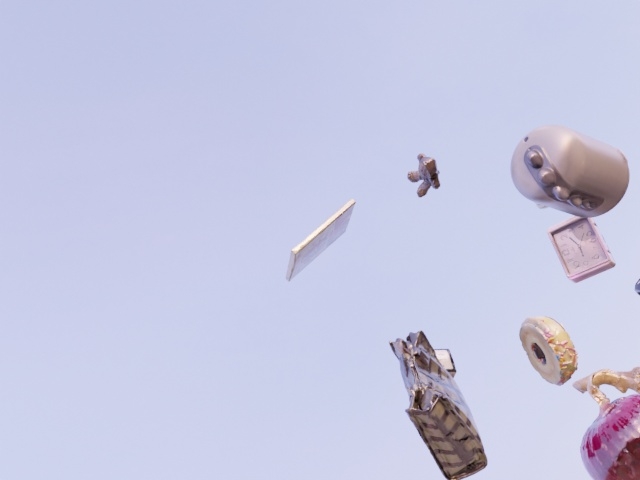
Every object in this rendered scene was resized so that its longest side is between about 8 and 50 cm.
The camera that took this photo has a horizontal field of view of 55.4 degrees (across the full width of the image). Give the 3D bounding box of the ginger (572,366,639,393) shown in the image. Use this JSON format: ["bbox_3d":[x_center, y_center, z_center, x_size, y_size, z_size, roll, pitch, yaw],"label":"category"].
[{"bbox_3d":[0.883,0.411,1.776,0.288,0.089,0.075,-16,-27,25],"label":"ginger"}]

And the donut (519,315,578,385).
[{"bbox_3d":[0.535,0.252,1.426,0.068,0.175,0.175,-23,-49,-10],"label":"donut"}]

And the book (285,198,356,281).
[{"bbox_3d":[0.000,0.000,1.601,0.232,0.022,0.162,-42,-16,-27],"label":"book"}]

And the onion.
[{"bbox_3d":[0.744,0.491,1.453,0.230,0.272,0.256,15,-88,-62],"label":"onion"}]

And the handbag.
[{"bbox_3d":[0.330,0.468,1.770,0.162,0.325,0.327,-28,-60,9],"label":"handbag"}]

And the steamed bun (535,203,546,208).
[{"bbox_3d":[0.717,-0.157,1.883,0.112,0.091,0.130,-17,-12,-15],"label":"steamed bun"}]

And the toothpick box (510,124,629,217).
[{"bbox_3d":[0.633,-0.172,1.574,0.316,0.229,0.229,9,-65,-38],"label":"toothpick box"}]

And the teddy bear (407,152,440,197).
[{"bbox_3d":[0.317,-0.196,1.794,0.077,0.119,0.160,-21,-15,-10],"label":"teddy bear"}]

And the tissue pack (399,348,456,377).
[{"bbox_3d":[0.364,0.430,2.077,0.170,0.103,0.090,3,-44,-16],"label":"tissue pack"}]

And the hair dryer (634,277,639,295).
[{"bbox_3d":[0.968,0.136,1.481,0.107,0.352,0.189,32,-84,-42],"label":"hair dryer"}]

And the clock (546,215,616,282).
[{"bbox_3d":[0.853,0.021,1.999,0.150,0.197,0.063,-29,-29,28],"label":"clock"}]
